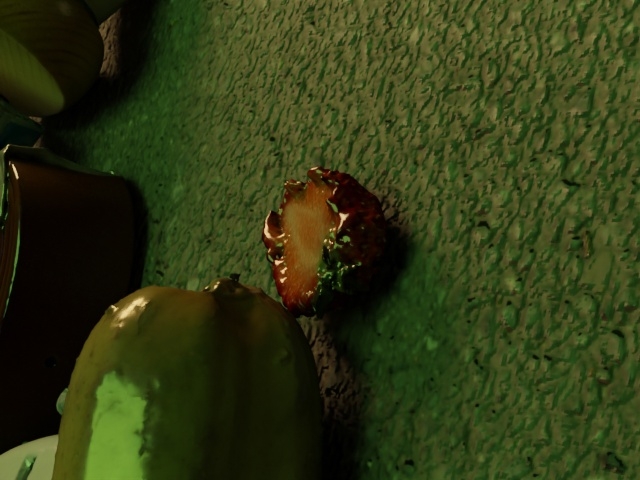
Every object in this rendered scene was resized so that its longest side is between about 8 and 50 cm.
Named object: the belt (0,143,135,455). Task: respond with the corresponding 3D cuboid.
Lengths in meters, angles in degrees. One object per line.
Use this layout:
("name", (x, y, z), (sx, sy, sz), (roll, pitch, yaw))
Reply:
("belt", (-0.278, 0.082, 1.255), (0.338, 0.122, 0.217), (-62, 37, 19))

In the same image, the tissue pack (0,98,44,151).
("tissue pack", (-0.423, -0.053, 1.347), (0.198, 0.146, 0.263), (33, 91, 11))

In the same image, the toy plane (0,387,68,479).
("toy plane", (-0.192, 0.206, 1.088), (0.245, 0.117, 0.244), (-36, 32, 27))

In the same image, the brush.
("brush", (-0.261, -0.223, 1.341), (0.166, 0.174, 0.266), (-58, 2, -18))

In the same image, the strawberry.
("strawberry", (0.003, 0.000, 0.959), (0.152, 0.048, 0.103), (-125, 52, -65))

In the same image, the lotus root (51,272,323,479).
("lotus root", (-0.088, 0.188, 0.894), (0.151, 0.169, 0.342), (-16, 64, 57))
